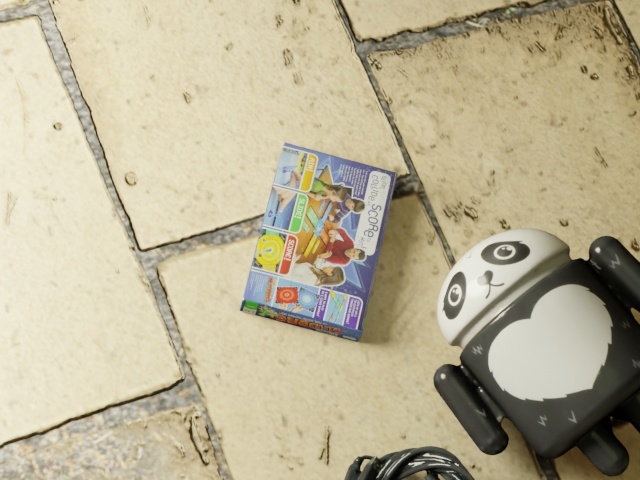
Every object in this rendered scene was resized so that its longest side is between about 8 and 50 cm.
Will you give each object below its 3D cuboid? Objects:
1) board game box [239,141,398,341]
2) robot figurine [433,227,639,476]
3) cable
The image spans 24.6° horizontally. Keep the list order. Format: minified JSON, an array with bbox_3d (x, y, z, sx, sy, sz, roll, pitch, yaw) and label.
[{"bbox_3d":[0.000,0.000,1.628,0.136,0.035,0.201,16,64,-2],"label":"board game box"},{"bbox_3d":[0.246,0.116,1.540,0.209,0.173,0.278,-30,74,-34],"label":"robot figurine"},{"bbox_3d":[0.079,0.289,1.472,0.151,0.047,0.184,3,46,23],"label":"cable"}]
